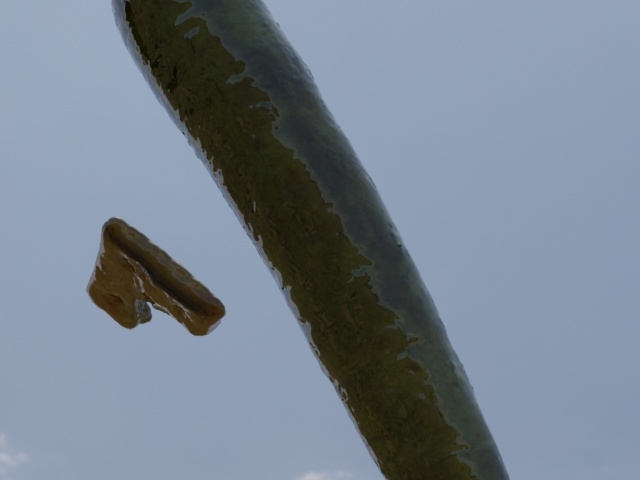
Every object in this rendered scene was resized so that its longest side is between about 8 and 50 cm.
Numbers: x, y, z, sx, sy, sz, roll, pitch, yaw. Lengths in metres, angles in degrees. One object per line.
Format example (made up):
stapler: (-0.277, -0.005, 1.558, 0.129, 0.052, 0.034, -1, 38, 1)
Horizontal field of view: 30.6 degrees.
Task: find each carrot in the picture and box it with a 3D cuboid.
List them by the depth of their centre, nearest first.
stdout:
carrot: (0.000, 0.000, 0.549, 0.074, 0.358, 0.074, -27, -18, -10)

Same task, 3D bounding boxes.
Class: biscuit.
biscuit: (-0.202, 0.066, 1.382, 0.174, 0.039, 0.183, 39, -35, 2)
